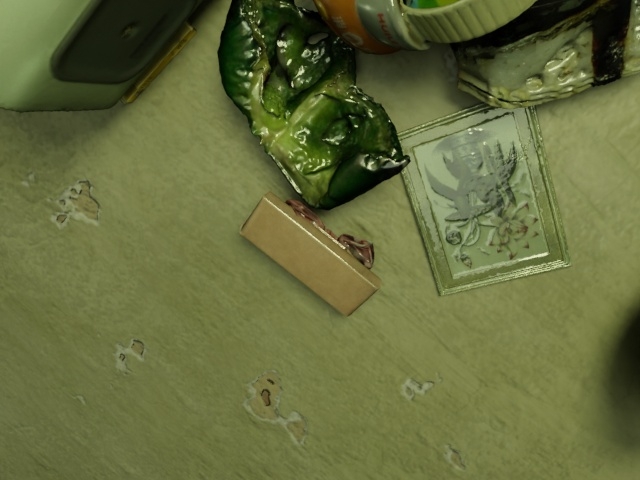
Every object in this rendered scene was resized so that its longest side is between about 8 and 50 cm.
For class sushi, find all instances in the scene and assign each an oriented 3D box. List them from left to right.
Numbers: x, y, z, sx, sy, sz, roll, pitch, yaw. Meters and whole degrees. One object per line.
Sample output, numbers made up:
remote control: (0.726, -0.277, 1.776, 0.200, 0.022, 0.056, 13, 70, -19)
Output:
sushi: (0.278, -0.209, 0.446, 0.273, 0.134, 0.109, -13, 122, -3)

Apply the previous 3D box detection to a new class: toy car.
toy car: (0.107, -0.260, 0.386, 0.235, 0.145, 0.235, -18, 62, 38)

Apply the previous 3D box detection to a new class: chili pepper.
chili pepper: (-0.015, -0.168, 0.523, 0.148, 0.116, 0.264, -35, 95, 31)

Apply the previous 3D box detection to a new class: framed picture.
framed picture: (0.205, -0.051, 0.549, 0.173, 0.010, 0.231, -18, 101, 17)

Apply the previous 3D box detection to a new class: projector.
projector: (-0.273, -0.308, 0.431, 0.249, 0.248, 0.248, -38, 97, 20)

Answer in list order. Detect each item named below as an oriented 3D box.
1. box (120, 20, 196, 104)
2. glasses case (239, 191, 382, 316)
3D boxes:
box: (-0.241, -0.260, 0.584, 0.149, 0.020, 0.073, -36, 96, 19)
glasses case: (0.000, 0.000, 0.568, 0.193, 0.070, 0.102, 38, 130, -2)
